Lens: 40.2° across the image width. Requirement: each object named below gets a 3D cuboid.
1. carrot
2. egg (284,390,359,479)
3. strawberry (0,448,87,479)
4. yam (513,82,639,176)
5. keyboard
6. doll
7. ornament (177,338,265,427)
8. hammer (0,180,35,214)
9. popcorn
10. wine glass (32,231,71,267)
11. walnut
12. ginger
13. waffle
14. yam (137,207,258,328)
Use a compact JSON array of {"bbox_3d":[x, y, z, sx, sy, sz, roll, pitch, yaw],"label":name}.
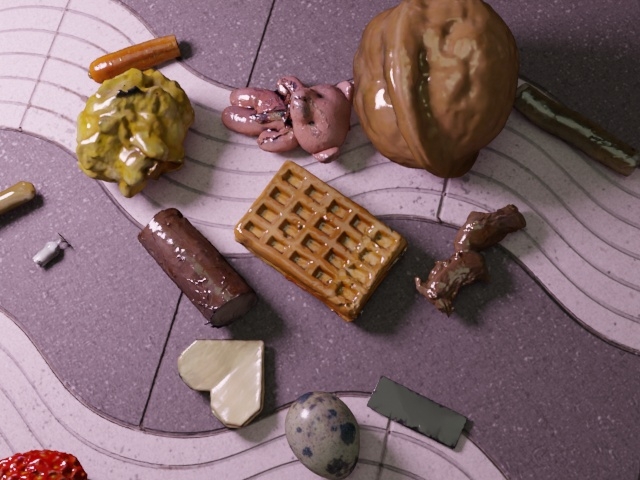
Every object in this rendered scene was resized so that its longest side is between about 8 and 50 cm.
[{"bbox_3d":[-0.441,-0.426,2.057,0.225,0.067,0.067,-21,72,-4],"label":"carrot"},{"bbox_3d":[0.008,0.385,1.724,0.141,0.141,0.181,-28,81,-5],"label":"egg"},{"bbox_3d":[-0.550,0.508,1.731,0.178,0.234,0.234,-26,70,-34],"label":"strawberry"},{"bbox_3d":[0.557,-0.243,1.918,0.317,0.067,0.071,35,65,13],"label":"yam"},{"bbox_3d":[0.196,0.350,1.783,0.197,0.015,0.074,25,72,11],"label":"keyboard"},{"bbox_3d":[-0.080,-0.290,1.943,0.304,0.156,0.201,10,75,12],"label":"doll"},{"bbox_3d":[-0.181,0.273,1.819,0.180,0.059,0.201,-42,77,-10],"label":"ornament"},{"bbox_3d":[-0.778,-0.050,1.948,0.306,0.113,0.201,-31,75,-11],"label":"hammer"},{"bbox_3d":[-0.406,-0.238,1.922,0.286,0.215,0.252,-40,106,-7],"label":"popcorn"},{"bbox_3d":[-0.597,0.025,1.941,0.083,0.042,0.039,-45,36,-7],"label":"wine glass"},{"bbox_3d":[0.236,-0.333,1.849,0.384,0.383,0.383,-1,72,4],"label":"walnut"},{"bbox_3d":[0.323,0.026,1.840,0.122,0.084,0.290,38,78,21],"label":"ginger"},{"bbox_3d":[0.000,0.000,1.870,0.328,0.098,0.224,35,80,15],"label":"waffle"},{"bbox_3d":[-0.265,0.055,1.855,0.131,0.131,0.279,-41,75,-9],"label":"yam"}]
